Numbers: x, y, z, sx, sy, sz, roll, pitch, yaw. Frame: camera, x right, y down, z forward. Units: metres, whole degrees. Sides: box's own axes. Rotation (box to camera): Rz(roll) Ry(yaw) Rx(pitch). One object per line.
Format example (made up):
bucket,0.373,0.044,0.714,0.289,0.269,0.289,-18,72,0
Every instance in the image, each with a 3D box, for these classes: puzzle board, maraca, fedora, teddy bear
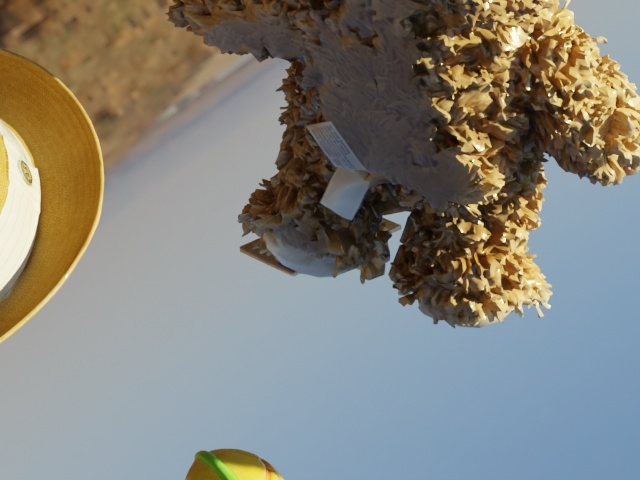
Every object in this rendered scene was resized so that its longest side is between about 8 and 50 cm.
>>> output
puzzle board,0.000,0.000,1.735,0.128,0.011,0.096,-24,-152,-27
maraca,-0.072,0.261,1.674,0.099,0.127,0.186,-33,145,-16
fedora,-0.188,-0.027,0.774,0.194,0.194,0.079,-36,143,-11
teddy bear,0.048,-0.086,0.886,0.245,0.338,0.113,9,-134,28
